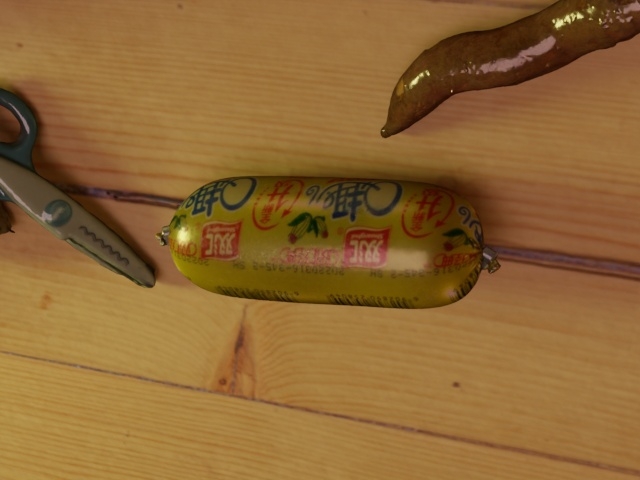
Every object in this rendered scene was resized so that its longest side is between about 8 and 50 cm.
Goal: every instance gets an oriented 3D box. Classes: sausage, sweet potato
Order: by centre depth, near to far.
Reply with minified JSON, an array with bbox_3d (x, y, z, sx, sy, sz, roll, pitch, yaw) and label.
[{"bbox_3d":[0.149,-0.157,0.954,0.281,0.067,0.059,-17,77,34],"label":"sweet potato"},{"bbox_3d":[0.000,0.000,1.071,0.347,0.123,0.123,3,122,18],"label":"sausage"}]

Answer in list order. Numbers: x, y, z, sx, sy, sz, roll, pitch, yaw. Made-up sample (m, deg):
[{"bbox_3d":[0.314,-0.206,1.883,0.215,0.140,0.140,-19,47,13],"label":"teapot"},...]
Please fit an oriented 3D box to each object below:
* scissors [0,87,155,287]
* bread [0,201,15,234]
[{"bbox_3d":[-0.288,-0.038,1.187,0.289,0.138,0.041,40,171,-20],"label":"scissors"},{"bbox_3d":[-0.445,-0.057,1.217,0.138,0.102,0.196,-13,118,31],"label":"bread"}]
